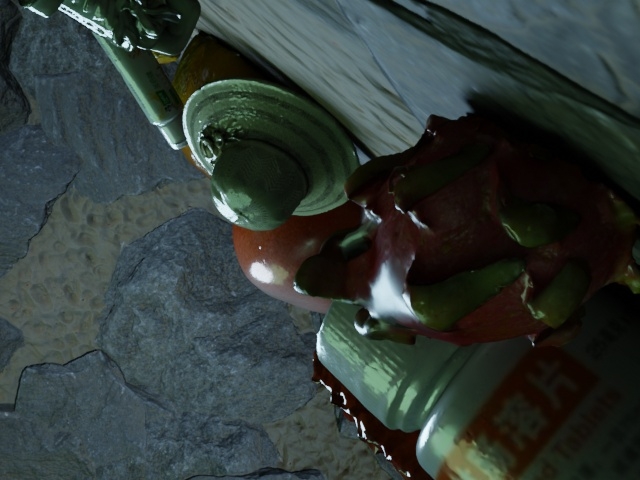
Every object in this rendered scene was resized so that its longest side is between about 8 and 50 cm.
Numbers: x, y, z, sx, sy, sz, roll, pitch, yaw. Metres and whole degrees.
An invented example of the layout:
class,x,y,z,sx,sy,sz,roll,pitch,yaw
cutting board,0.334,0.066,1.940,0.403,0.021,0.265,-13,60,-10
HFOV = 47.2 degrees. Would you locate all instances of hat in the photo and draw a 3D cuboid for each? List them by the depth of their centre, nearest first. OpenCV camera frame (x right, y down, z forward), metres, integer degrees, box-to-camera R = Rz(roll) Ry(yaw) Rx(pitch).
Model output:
class,x,y,z,sx,sy,sz,roll,pitch,yaw
hat,-0.080,-0.073,0.916,0.251,0.110,0.252,16,147,11

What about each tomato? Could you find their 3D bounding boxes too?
class,x,y,z,sx,sy,sz,roll,pitch,yaw
tomato,0.000,0.000,1.359,0.341,0.273,0.341,39,-179,-1

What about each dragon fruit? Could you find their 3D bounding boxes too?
class,x,y,z,sx,sy,sz,roll,pitch,yaw
dragon fruit,0.074,0.002,0.416,0.133,0.207,0.150,53,-143,-32

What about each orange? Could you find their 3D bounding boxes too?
class,x,y,z,sx,sy,sz,roll,pitch,yaw
orange,-0.104,-0.195,1.109,0.274,0.274,0.310,38,-147,-36

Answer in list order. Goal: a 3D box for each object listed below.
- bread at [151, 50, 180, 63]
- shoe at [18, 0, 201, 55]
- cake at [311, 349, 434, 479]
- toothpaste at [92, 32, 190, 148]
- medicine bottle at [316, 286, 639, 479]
class,x,y,z,sx,sy,sz,roll,pitch,yaw
bread,-0.315,-0.365,1.136,0.271,0.077,0.139,42,-171,36
shoe,-0.193,-0.234,0.635,0.149,0.109,0.293,30,-170,6
cake,0.207,0.182,0.942,0.319,0.270,0.269,37,-177,-39
toothpaste,-0.250,-0.252,0.922,0.314,0.056,0.058,61,179,-31
medicine bottle,0.191,0.143,0.579,0.371,0.211,0.211,39,-178,24
